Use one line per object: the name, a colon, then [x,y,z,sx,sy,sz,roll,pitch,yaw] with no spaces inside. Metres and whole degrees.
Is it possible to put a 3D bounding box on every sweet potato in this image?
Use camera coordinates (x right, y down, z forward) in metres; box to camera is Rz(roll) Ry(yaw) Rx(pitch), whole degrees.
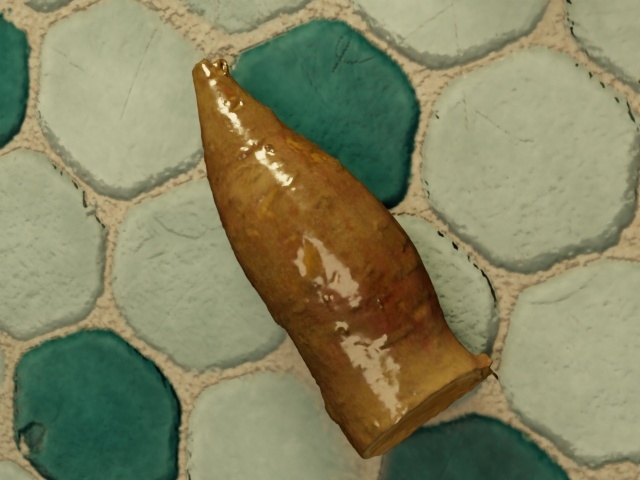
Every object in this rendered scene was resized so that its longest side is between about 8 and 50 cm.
sweet potato: [-0.003,0.002,1.263,0.131,0.131,0.337,-31,91,27]

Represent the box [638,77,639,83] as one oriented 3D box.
box: [0.280,-0.072,1.062,0.033,0.247,0.129,-30,91,-5]
